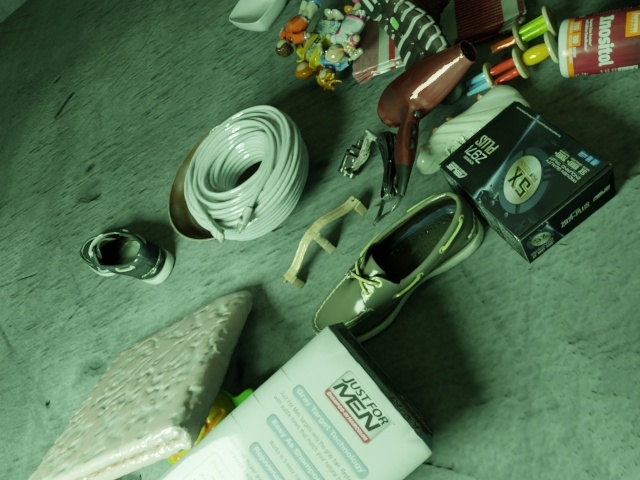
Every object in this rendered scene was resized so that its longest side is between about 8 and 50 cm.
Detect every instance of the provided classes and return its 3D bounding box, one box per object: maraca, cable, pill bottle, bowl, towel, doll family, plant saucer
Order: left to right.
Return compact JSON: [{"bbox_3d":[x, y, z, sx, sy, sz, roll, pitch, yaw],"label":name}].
[{"bbox_3d":[-0.267,0.235,0.786,0.316,0.053,0.332,-29,20,18],"label":"towel"},{"bbox_3d":[-0.165,0.287,0.762,0.185,0.099,0.127,-10,71,15],"label":"maraca"},{"bbox_3d":[-0.190,-0.129,1.047,0.310,0.050,0.311,-15,56,24],"label":"plant saucer"},{"bbox_3d":[-0.136,-0.126,0.923,0.257,0.089,0.257,-51,49,-3],"label":"cable"},{"bbox_3d":[-0.154,-0.600,1.290,0.142,0.053,0.142,28,80,40],"label":"bowl"},{"bbox_3d":[0.020,-0.392,1.006,0.262,0.118,0.163,29,91,46],"label":"doll family"},{"bbox_3d":[0.218,-0.445,0.976,0.328,0.037,0.237,-11,57,25],"label":"towel"},{"bbox_3d":[0.430,-0.288,0.713,0.151,0.086,0.086,2,65,34],"label":"pill bottle"}]

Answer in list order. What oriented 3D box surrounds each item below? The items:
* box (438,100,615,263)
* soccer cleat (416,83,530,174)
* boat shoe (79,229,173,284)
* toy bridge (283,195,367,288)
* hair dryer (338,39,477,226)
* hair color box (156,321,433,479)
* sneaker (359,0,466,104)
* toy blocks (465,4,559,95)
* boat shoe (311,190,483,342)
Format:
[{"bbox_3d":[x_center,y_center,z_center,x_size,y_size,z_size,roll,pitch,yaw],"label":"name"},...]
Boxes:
[{"bbox_3d":[0.283,-0.086,0.698,0.147,0.077,0.180,-40,50,8],"label":"box"},{"bbox_3d":[0.238,-0.169,0.785,0.196,0.068,0.076,-40,53,3],"label":"soccer cleat"},{"bbox_3d":[-0.451,0.022,1.099,0.302,0.091,0.115,3,66,34],"label":"boat shoe"},{"bbox_3d":[0.000,0.000,0.841,0.188,0.063,0.026,-49,49,-2],"label":"toy bridge"},{"bbox_3d":[0.148,-0.176,0.789,0.294,0.080,0.224,-60,32,21],"label":"hair dryer"},{"bbox_3d":[-0.058,0.298,0.633,0.374,0.113,0.185,-43,77,5],"label":"hair color box"},{"bbox_3d":[0.201,-0.381,0.858,0.162,0.106,0.282,-31,85,-20],"label":"sneaker"},{"bbox_3d":[0.311,-0.306,0.822,0.148,0.054,0.123,-19,45,40],"label":"toy blocks"},{"bbox_3d":[0.098,0.043,0.734,0.305,0.091,0.109,-40,50,7],"label":"boat shoe"}]
